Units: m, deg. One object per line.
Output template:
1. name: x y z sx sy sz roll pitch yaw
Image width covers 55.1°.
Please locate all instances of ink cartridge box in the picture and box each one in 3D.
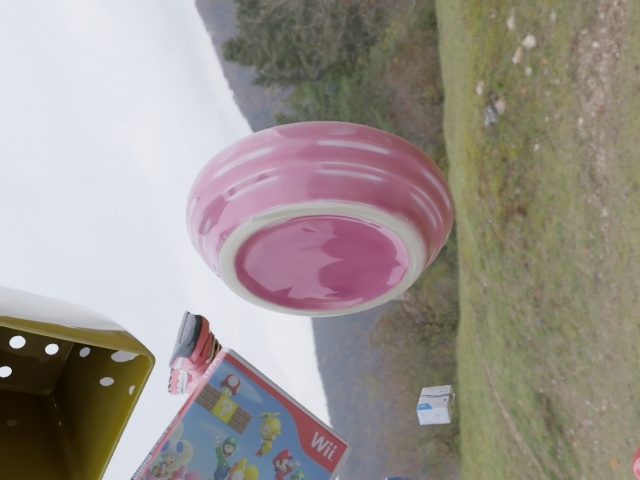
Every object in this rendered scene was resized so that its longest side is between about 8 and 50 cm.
1. ink cartridge box: 0.183 0.254 0.967 0.083 0.048 0.028 -45 -58 -66

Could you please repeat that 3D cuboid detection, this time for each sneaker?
1. sneaker: -0.226 0.235 1.237 0.314 0.136 0.116 113 169 -57

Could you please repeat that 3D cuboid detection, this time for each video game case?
1. video game case: -0.107 0.286 0.638 0.204 0.285 0.025 44 155 -22

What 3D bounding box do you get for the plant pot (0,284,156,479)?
1. plant pot: -0.354 0.163 0.725 0.212 0.212 0.187 21 -172 -35

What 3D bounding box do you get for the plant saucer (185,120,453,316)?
1. plant saucer: 0.000 0.000 0.756 0.332 0.332 0.084 69 -165 -53

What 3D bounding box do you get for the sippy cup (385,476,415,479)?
1. sippy cup: 0.156 0.543 1.053 0.240 0.305 0.224 29 -101 -57

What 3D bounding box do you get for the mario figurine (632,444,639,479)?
1. mario figurine: 0.408 0.332 0.596 0.170 0.198 0.320 92 -175 -50
